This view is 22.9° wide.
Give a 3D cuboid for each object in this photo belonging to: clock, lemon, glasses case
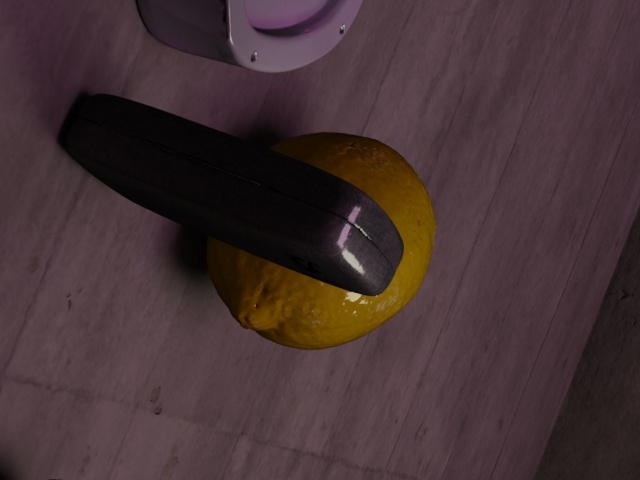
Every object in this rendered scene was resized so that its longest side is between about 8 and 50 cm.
[{"bbox_3d":[-0.046,-0.324,1.533,0.338,0.102,0.338,-42,143,-44],"label":"clock"},{"bbox_3d":[0.003,-0.002,1.705,0.263,0.236,0.236,-50,152,-68],"label":"lemon"},{"bbox_3d":[-0.080,-0.043,1.411,0.074,0.323,0.131,-63,150,-10],"label":"glasses case"}]

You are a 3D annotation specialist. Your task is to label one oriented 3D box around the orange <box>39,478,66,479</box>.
[{"bbox_3d":[-0.262,0.328,1.478,0.206,0.206,0.206,-42,142,-44],"label":"orange"}]
